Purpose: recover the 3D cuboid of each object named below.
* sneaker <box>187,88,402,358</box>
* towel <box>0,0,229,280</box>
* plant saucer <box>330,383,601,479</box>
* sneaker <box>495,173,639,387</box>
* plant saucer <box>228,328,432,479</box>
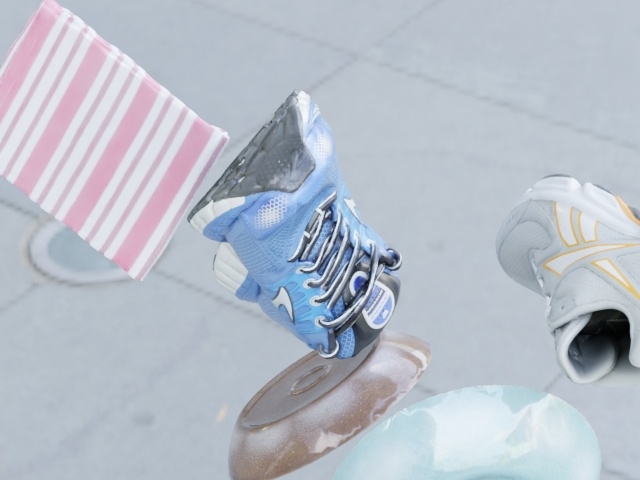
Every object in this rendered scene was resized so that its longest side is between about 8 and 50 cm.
[{"bbox_3d":[0.000,0.000,1.143,0.147,0.330,0.129,37,80,12],"label":"sneaker"},{"bbox_3d":[-0.177,-0.081,1.219,0.197,0.144,0.029,38,21,12],"label":"towel"},{"bbox_3d":[0.099,0.180,1.022,0.195,0.195,0.037,-7,37,-11],"label":"plant saucer"},{"bbox_3d":[0.174,0.034,1.006,0.121,0.099,0.262,-46,21,-14],"label":"sneaker"},{"bbox_3d":[-0.001,0.127,1.274,0.199,0.036,0.198,-31,11,7],"label":"plant saucer"}]
